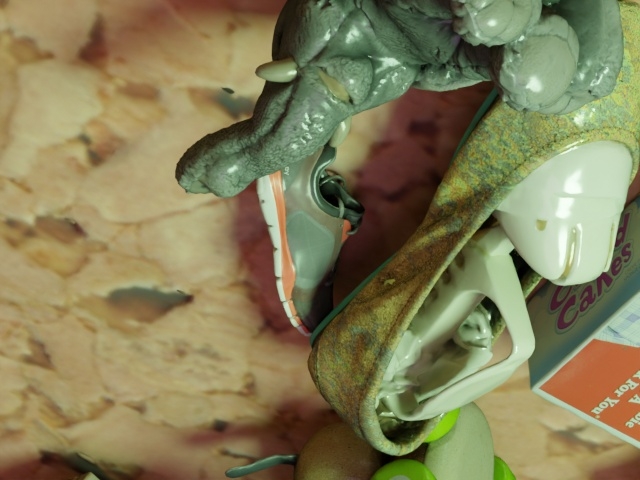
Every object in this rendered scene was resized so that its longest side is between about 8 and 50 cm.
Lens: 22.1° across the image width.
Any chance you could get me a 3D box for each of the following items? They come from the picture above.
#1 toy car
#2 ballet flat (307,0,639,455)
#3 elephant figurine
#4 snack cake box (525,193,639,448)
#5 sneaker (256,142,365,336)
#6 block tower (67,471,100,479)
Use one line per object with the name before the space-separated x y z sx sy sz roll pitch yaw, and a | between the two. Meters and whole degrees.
toy car | 0.028 0.187 1.193 0.188 0.149 0.155 -7 141 26
ballet flat | 0.114 0.009 1.019 0.123 0.123 0.348 27 124 -16
elephant figurine | 0.039 -0.133 0.911 0.239 0.186 0.169 -9 96 46
snack cake box | 0.271 0.026 1.052 0.152 0.089 0.264 28 128 -19
sneaker | 0.000 0.000 1.080 0.065 0.061 0.158 -9 130 4
block tower | -0.097 0.326 1.285 0.335 0.097 0.091 45 151 -10
